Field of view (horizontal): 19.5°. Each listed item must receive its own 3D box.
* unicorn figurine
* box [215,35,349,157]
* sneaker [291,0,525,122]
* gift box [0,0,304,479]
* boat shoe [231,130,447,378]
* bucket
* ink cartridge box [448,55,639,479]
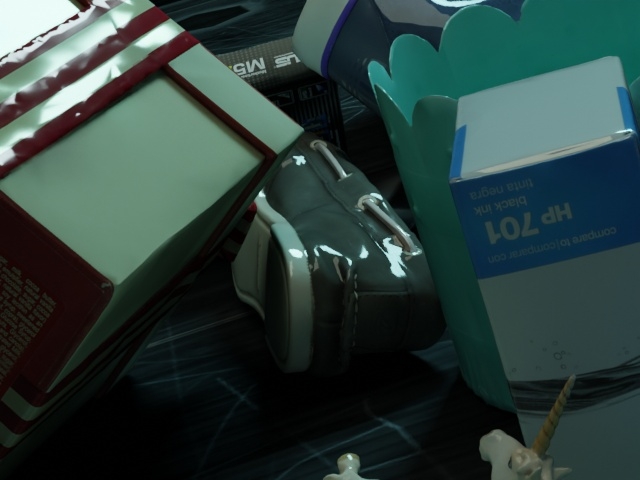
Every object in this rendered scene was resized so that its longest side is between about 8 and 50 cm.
[{"bbox_3d":[0.026,0.116,0.741,0.162,0.060,0.111,-40,24,-18],"label":"unicorn figurine"},{"bbox_3d":[-0.074,-0.073,1.386,0.184,0.045,0.191,-17,-24,-3],"label":"box"},{"bbox_3d":[0.155,-0.168,1.297,0.236,0.130,0.323,31,54,14],"label":"sneaker"},{"bbox_3d":[-0.201,-0.019,1.061,0.276,0.255,0.258,-46,-1,35],"label":"gift box"},{"bbox_3d":[0.000,0.000,1.189,0.095,0.112,0.335,0,20,-10],"label":"boat shoe"},{"bbox_3d":[0.172,-0.036,0.997,0.281,0.183,0.281,-14,17,4],"label":"bucket"},{"bbox_3d":[0.119,0.032,0.806,0.082,0.191,0.139,-13,16,10],"label":"ink cartridge box"}]
